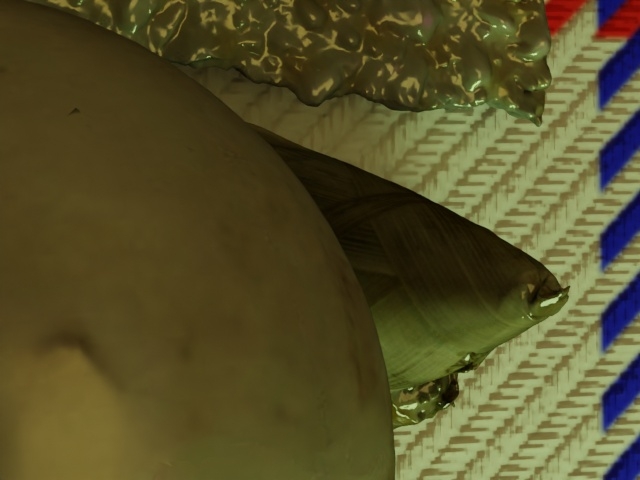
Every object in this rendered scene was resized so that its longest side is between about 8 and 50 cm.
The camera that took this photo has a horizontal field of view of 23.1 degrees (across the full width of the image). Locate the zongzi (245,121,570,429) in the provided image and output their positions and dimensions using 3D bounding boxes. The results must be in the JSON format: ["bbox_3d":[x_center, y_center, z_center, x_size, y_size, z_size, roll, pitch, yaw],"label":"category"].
[{"bbox_3d":[0.000,0.000,0.681,0.194,0.197,0.099,32,69,-7],"label":"zongzi"}]

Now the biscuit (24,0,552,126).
[{"bbox_3d":[-0.018,-0.152,0.731,0.281,0.084,0.179,14,85,-13],"label":"biscuit"}]

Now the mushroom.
[{"bbox_3d":[-0.137,0.082,0.623,0.362,0.294,0.362,3,98,22],"label":"mushroom"}]
